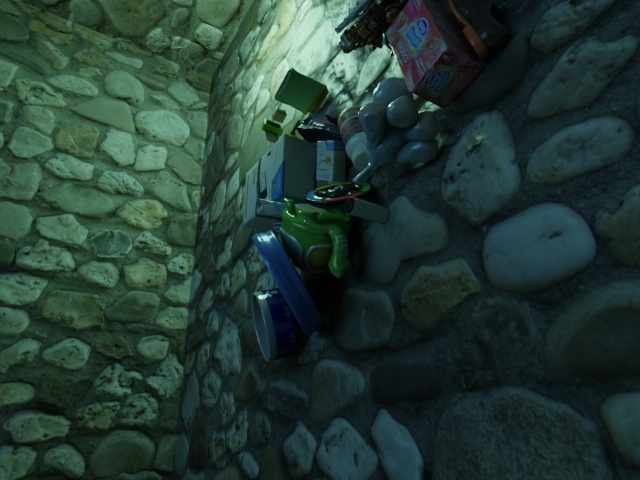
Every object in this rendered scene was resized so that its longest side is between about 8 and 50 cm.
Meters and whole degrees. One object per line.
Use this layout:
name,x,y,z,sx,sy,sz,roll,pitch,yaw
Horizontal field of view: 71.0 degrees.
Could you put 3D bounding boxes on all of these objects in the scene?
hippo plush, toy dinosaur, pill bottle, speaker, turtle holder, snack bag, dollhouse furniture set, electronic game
hippo plush,0.233,-0.338,1.319,0.294,0.234,0.237,89,-167,-50
toy dinosaur,0.211,-0.687,1.398,0.321,0.218,0.165,-12,87,21
pill bottle,0.136,-0.342,1.515,0.121,0.121,0.221,-49,39,39
speaker,0.143,-0.092,1.384,0.055,0.136,0.055,-30,54,52
turtle holder,0.005,-0.006,1.533,0.320,0.243,0.228,20,113,26
snack bag,0.229,-0.825,1.455,0.323,0.037,0.343,-20,24,54
dollhouse furniture set,-0.105,-0.546,1.932,0.302,0.197,0.152,-53,36,36
electronic game,0.060,-0.157,1.485,0.229,0.229,0.048,29,133,59

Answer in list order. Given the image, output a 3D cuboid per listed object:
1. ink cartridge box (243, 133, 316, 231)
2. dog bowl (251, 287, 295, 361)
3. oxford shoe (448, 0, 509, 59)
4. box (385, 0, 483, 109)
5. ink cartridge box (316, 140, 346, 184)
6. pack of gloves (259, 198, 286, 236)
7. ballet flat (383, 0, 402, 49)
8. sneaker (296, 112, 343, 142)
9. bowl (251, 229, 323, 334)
ink cartridge box,-0.188,-0.236,1.978,0.394,0.166,0.286,-30,53,52
dog bowl,-0.182,0.318,1.710,0.265,0.104,0.265,169,90,-71
oxford shoe,0.416,-0.594,1.192,0.098,0.096,0.272,-30,55,27
box,0.313,-0.542,1.271,0.154,0.142,0.300,-46,42,41
ink cartridge box,0.038,-0.275,1.662,0.104,0.061,0.182,15,107,53
pack of gloves,-0.127,-0.083,1.803,0.231,0.195,0.046,15,49,44
ballet flat,0.255,-0.755,1.534,0.074,0.074,0.204,-23,57,55
sneaker,0.032,-0.447,1.762,0.131,0.112,0.319,-48,41,-11
bowl,-0.108,0.140,1.548,0.077,0.392,0.391,-29,36,-6
